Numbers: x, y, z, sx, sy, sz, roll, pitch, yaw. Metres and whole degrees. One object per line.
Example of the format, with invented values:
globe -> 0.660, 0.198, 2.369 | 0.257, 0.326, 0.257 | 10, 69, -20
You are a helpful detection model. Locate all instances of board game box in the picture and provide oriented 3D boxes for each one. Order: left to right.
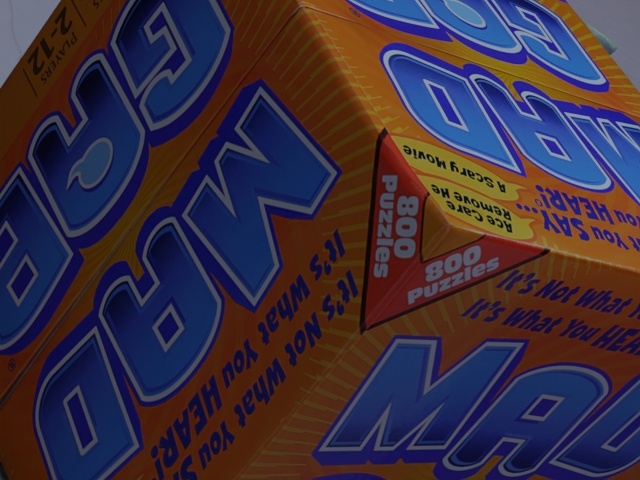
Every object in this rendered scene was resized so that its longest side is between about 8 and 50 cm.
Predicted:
board game box -> 0.011, 0.020, 1.292 | 0.356, 0.356, 0.356 | 12, 36, -44

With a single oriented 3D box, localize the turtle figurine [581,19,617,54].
turtle figurine -> 0.115, -0.104, 1.721 | 0.198, 0.266, 0.274 | 36, 8, 11
